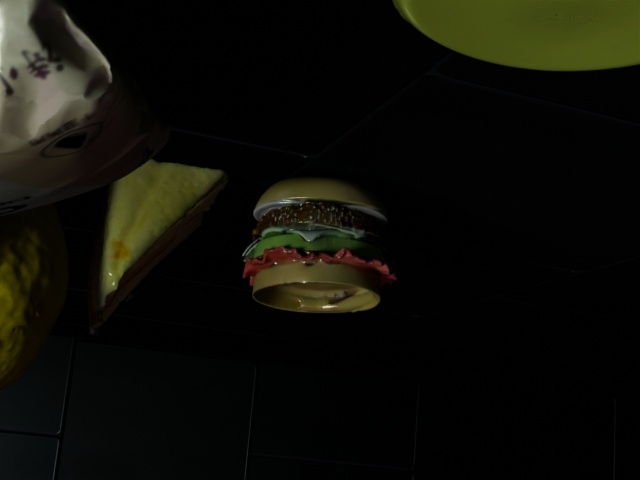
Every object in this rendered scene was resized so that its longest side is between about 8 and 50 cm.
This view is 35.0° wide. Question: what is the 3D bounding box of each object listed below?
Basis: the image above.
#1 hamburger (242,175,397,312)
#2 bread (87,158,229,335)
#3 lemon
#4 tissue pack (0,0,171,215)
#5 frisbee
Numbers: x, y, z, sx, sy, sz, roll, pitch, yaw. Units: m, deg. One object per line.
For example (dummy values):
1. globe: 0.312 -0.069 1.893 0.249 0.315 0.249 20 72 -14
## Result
1. hamburger: -0.001 0.001 1.100 0.175 0.137 0.175 2 161 1
2. bread: -0.194 0.020 1.165 0.135 0.178 0.240 10 163 -15
3. lemon: -0.416 0.029 1.013 0.335 0.336 0.336 5 166 1
4. tissue pack: -0.299 -0.097 0.671 0.375 0.195 0.390 -4 178 -1
5. frisbee: 0.160 -0.158 0.651 0.235 0.017 0.236 4 167 1
